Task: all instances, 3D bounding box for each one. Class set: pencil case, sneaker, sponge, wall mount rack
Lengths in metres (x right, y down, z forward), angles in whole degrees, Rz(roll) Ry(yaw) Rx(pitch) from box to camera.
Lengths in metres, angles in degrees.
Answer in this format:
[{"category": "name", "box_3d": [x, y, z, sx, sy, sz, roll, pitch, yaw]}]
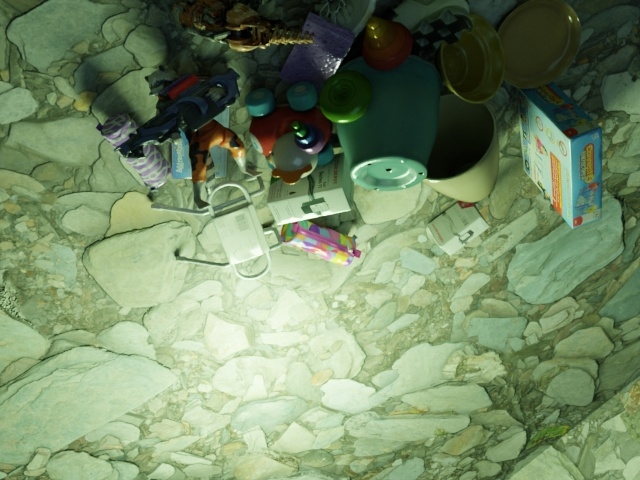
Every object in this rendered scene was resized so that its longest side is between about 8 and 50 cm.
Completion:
[{"category": "pencil case", "box_3d": [-0.453, -0.219, 1.733, 0.088, 0.086, 0.206, -3, 137, 30]}, {"category": "pencil case", "box_3d": [0.000, 0.000, 2.035, 0.237, 0.104, 0.104, 20, 120, -30]}, {"category": "sneaker", "box_3d": [0.201, -0.509, 1.679, 0.331, 0.146, 0.122, -15, 152, 28]}, {"category": "sneaker", "box_3d": [0.045, -0.517, 1.589, 0.115, 0.105, 0.281, 17, 140, -17]}, {"category": "sponge", "box_3d": [-0.012, -0.431, 1.646, 0.117, 0.031, 0.210, 21, 150, -12]}, {"category": "wall mount rack", "box_3d": [-0.275, -0.034, 1.915, 0.304, 0.130, 0.349, -20, 131, -5]}]

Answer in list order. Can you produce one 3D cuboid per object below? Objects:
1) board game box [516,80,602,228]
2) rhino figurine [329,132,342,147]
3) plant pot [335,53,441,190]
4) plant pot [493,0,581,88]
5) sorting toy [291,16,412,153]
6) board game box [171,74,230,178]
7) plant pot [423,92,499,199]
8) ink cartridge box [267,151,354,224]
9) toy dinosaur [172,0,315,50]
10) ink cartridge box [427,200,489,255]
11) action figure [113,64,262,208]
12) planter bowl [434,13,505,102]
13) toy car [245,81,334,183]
[{"category": "board game box", "box_3d": [0.642, -0.242, 1.896, 0.086, 0.301, 0.308, -20, 132, 0]}, {"category": "rhino figurine", "box_3d": [0.112, -0.255, 1.878, 0.244, 0.073, 0.106, 16, 126, -26]}, {"category": "plant pot", "box_3d": [0.159, -0.267, 1.692, 0.272, 0.255, 0.271, 1, 158, 0]}, {"category": "plant pot", "box_3d": [0.554, -0.510, 1.811, 0.237, 0.032, 0.236, -5, 123, -8]}, {"category": "sorting toy", "box_3d": [0.054, -0.360, 1.556, 0.365, 0.127, 0.126, -51, 156, 3]}, {"category": "board game box", "box_3d": [-0.302, -0.280, 1.761, 0.145, 0.027, 0.281, -3, 129, -16]}, {"category": "plant pot", "box_3d": [0.380, -0.215, 1.900, 0.257, 0.256, 0.274, -34, 145, 12]}, {"category": "ink cartridge box", "box_3d": [-0.023, -0.137, 1.845, 0.209, 0.153, 0.086, -11, 132, 14]}, {"category": "toy dinosaur", "box_3d": [-0.159, -0.465, 1.517, 0.322, 0.218, 0.164, 36, 138, 8]}, {"category": "ink cartridge box", "box_3d": [0.414, -0.044, 2.116, 0.150, 0.109, 0.063, -38, 132, 15]}, {"category": "action figure", "box_3d": [-0.321, -0.239, 1.627, 0.341, 0.179, 0.330, -32, 108, -26]}, {"category": "planter bowl", "box_3d": [0.352, -0.446, 1.754, 0.217, 0.090, 0.217, -1, 92, -33]}, {"category": "toy car", "box_3d": [-0.082, -0.223, 1.710, 0.211, 0.237, 0.219, -5, 135, 13]}]
